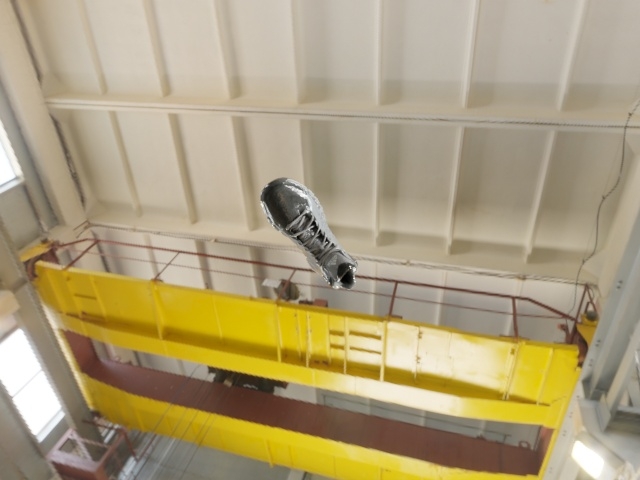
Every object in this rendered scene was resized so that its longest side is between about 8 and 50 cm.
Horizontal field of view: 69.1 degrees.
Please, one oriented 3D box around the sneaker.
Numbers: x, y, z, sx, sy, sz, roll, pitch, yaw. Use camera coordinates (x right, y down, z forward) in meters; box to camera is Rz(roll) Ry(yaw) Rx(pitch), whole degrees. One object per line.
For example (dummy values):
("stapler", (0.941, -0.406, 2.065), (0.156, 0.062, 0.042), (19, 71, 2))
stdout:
("sneaker", (0.000, 0.000, 0.750), (0.086, 0.132, 0.229), (-42, -52, -3))
